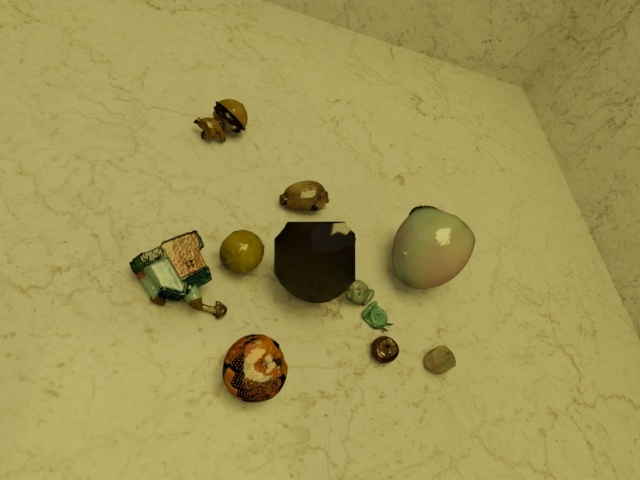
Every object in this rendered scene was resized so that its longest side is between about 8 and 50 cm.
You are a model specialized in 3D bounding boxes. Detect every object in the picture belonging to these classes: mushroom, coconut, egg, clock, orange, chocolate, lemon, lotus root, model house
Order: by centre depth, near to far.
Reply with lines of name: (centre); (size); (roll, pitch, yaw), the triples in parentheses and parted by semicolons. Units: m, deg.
orange: (-0.231, 0.449, 1.483); (0.235, 0.182, 0.234); (14, 62, -27)
model house: (-0.527, 0.141, 1.566); (0.253, 0.184, 0.291); (-25, 83, -37)
mushroom: (-0.444, 0.239, 1.601); (0.187, 0.061, 0.060); (23, 54, -4)
lemon: (-0.317, 0.041, 1.713); (0.174, 0.173, 0.206); (24, 49, -9)
chocolate: (-0.021, 0.083, 1.736); (0.314, 0.297, 0.325); (-2, 92, 0)
mushroom: (0.270, 0.458, 1.767); (0.126, 0.084, 0.109); (-5, 27, -24)
coconut: (0.520, 0.513, 1.818); (0.116, 0.122, 0.116); (12, 55, -17)
clock: (0.253, 0.340, 1.859); (0.135, 0.041, 0.101); (44, 52, 7)
egg: (0.491, 0.070, 1.959); (0.355, 0.354, 0.339); (35, 68, 0)
lotus root: (-0.065, -0.207, 2.007); (0.257, 0.140, 0.154); (-10, 58, -23)

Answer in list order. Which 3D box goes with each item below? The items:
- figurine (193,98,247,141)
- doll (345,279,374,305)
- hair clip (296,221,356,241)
figurine: (-0.468, -0.584, 2.050); (0.192, 0.167, 0.257); (48, 54, -7)
doll: (0.166, 0.226, 1.845); (0.214, 0.072, 0.103); (29, 81, -50)
hair clip: (-0.001, -0.001, 1.934); (0.322, 0.138, 0.091); (13, 11, -16)
